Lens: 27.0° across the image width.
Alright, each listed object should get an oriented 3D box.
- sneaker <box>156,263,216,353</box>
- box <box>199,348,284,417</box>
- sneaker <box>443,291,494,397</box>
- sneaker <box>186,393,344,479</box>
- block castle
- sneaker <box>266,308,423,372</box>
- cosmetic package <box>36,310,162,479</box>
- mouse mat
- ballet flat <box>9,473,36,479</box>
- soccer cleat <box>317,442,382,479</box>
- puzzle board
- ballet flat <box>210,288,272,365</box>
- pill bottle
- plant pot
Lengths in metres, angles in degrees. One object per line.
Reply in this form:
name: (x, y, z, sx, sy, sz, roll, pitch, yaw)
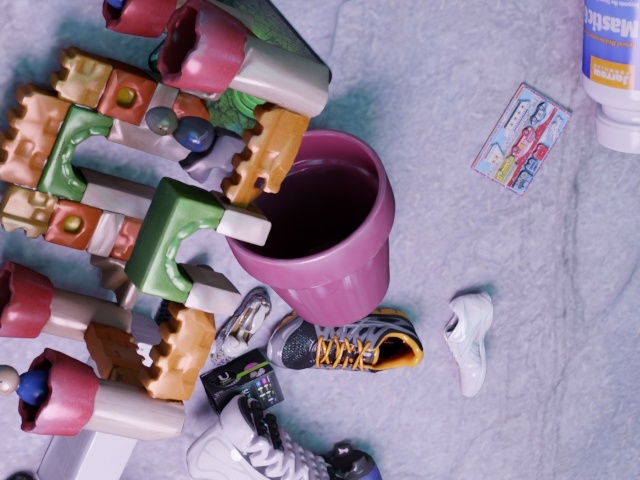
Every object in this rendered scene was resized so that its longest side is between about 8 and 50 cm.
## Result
sneaker: (-0.154, 0.103, 1.619, 0.075, 0.057, 0.161, 11, 107, -48)
box: (-0.098, 0.185, 1.672, 0.083, 0.062, 0.052, -26, 121, -14)
sneaker: (0.195, 0.141, 1.810, 0.061, 0.053, 0.152, -2, 108, -16)
sneaker: (-0.047, 0.316, 1.666, 0.118, 0.110, 0.292, -40, 114, 10)
block castle: (-0.204, -0.050, 1.364, 0.213, 0.303, 0.453, 17, 105, -29)
sneaker: (0.035, 0.132, 1.703, 0.215, 0.083, 0.084, -6, 117, -23)
cosmetic package: (-0.254, 0.208, 1.584, 0.060, 0.099, 0.239, 19, 104, -32)
mouse mat: (-0.089, -0.196, 1.533, 0.152, 0.007, 0.189, -46, 125, -1)
ballet flat: (-0.387, 0.362, 1.618, 0.058, 0.049, 0.173, 17, 104, -31)
soccer cleat: (-0.044, 0.378, 1.768, 0.289, 0.093, 0.121, -24, 115, -17)
puzzle board: (0.264, -0.129, 1.738, 0.096, 0.011, 0.128, 25, 100, -33)
ballet flat: (-0.097, 0.113, 1.653, 0.041, 0.041, 0.114, 29, 98, -34)
pill bottle: (0.404, -0.253, 1.664, 0.152, 0.152, 0.272, -14, 118, -21)
plant pot: (0.000, 0.000, 1.570, 0.201, 0.201, 0.180, -33, 140, -9)
